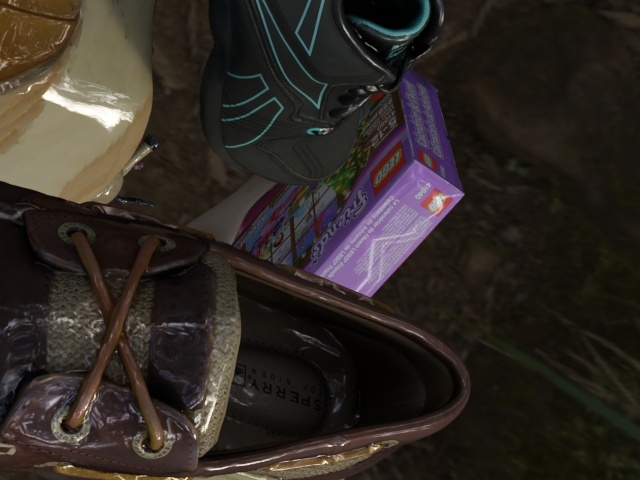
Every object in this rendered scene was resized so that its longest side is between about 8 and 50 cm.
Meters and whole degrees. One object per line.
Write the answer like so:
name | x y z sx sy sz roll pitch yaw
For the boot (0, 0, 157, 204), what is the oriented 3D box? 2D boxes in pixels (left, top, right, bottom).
boot | -0.159 -0.144 0.815 0.104 0.211 0.295 21 114 -47

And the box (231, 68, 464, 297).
box | 0.000 0.000 1.333 0.057 0.201 0.293 33 114 -21

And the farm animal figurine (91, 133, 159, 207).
farm animal figurine | -0.375 -0.162 1.798 0.172 0.330 0.327 -48 125 -6

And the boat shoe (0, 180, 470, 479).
boat shoe | -0.076 0.035 0.577 0.342 0.123 0.123 22 63 -41

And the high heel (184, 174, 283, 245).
high heel | -0.070 0.004 1.885 0.181 0.127 0.377 42 68 -37

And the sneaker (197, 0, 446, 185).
sneaker | 0.000 -0.093 0.741 0.101 0.106 0.267 -55 161 -19
